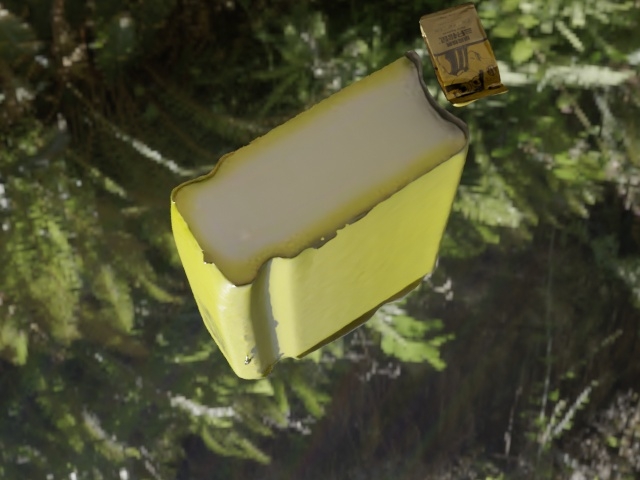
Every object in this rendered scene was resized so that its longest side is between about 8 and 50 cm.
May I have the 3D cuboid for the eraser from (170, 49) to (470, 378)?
[{"bbox_3d":[0.000,0.000,0.680,0.158,0.226,0.069,-33,-107,-11],"label":"eraser"}]

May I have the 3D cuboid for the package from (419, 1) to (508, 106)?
[{"bbox_3d":[0.168,-0.213,1.361,0.071,0.047,0.131,-19,-110,-2],"label":"package"}]
